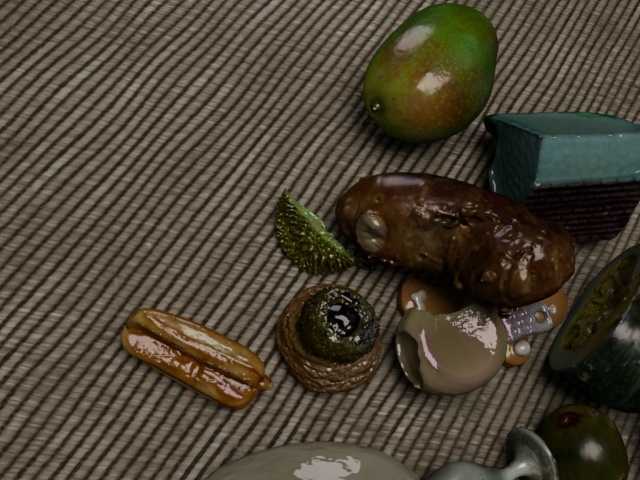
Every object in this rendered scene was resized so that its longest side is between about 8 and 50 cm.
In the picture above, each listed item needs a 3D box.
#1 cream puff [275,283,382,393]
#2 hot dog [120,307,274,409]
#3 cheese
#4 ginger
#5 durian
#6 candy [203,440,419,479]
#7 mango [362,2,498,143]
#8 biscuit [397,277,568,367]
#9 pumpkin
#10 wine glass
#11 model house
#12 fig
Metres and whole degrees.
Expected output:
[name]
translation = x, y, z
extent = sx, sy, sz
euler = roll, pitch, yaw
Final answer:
[cream puff]
translation = 0.031, 0.143, 1.290
extent = 0.183, 0.169, 0.183
euler = 7, 65, -15
[hot dog]
translation = -0.188, 0.181, 1.260
extent = 0.249, 0.076, 0.102
euler = 27, 100, -4
[cheese]
translation = 0.266, 0.159, 1.362
extent = 0.286, 0.082, 0.163
euler = -16, 79, -21
[ginger]
translation = 0.223, -0.001, 1.340
extent = 0.418, 0.176, 0.254
euler = 15, 22, 5
[durian]
translation = 0.000, 0.000, 1.395
extent = 0.215, 0.086, 0.100
euler = 44, 48, -2
[candy]
translation = -0.030, 0.454, 1.102
extent = 0.427, 0.186, 0.386
euler = 2, 54, 6
[mango]
translation = 0.228, -0.325, 1.534
extent = 0.225, 0.201, 0.382
euler = 27, 50, 19
[biscuit]
translation = 0.303, 0.124, 1.453
extent = 0.340, 0.047, 0.216
euler = -7, 72, -20
[pumpkin]
translation = 0.560, 0.164, 1.394
extent = 0.197, 0.263, 0.293
euler = 36, 75, 2
[wine glass]
translation = 0.251, 0.395, 1.279
extent = 0.241, 0.126, 0.126
euler = -19, 75, -27
[model house]
translation = 0.459, -0.101, 1.533
extent = 0.281, 0.230, 0.248
euler = -3, 111, -16
[fig]
translation = 0.460, 0.403, 1.364
extent = 0.151, 0.151, 0.259
euler = -36, 106, -26
